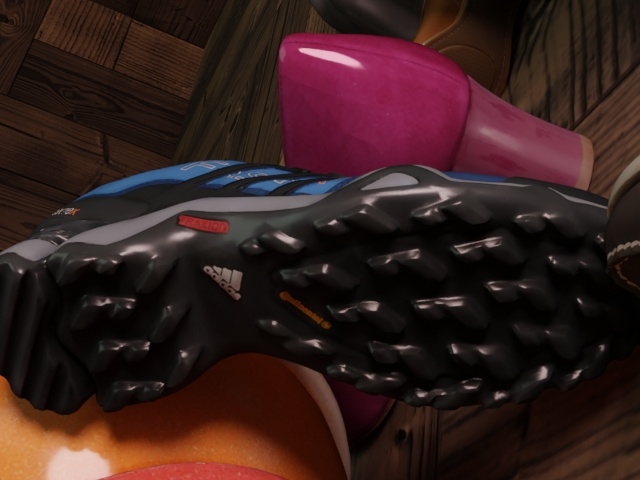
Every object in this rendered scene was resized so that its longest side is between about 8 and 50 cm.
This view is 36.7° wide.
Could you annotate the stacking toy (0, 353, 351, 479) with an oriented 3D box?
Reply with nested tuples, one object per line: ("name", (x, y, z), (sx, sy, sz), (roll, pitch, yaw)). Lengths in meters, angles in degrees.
("stacking toy", (-0.065, 0.253, 0.417), (0.351, 0.350, 0.480), (-66, 30, 11))

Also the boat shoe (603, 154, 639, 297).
("boat shoe", (0.153, 0.008, 0.274), (0.069, 0.081, 0.227), (-68, 17, -12))

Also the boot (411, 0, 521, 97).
("boot", (0.096, -0.158, 0.727), (0.197, 0.073, 0.152), (-54, 19, 11))

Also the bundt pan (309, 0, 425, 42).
("bundt pan", (0.078, -0.341, 0.927), (0.331, 0.124, 0.331), (-160, 90, -76))

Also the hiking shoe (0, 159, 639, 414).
("hiking shoe", (0.000, 0.000, 0.451), (0.132, 0.303, 0.113), (-82, -9, -60))

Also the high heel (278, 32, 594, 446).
("high heel", (-0.006, 0.017, 0.629), (0.127, 0.181, 0.377), (-84, 21, -44))
